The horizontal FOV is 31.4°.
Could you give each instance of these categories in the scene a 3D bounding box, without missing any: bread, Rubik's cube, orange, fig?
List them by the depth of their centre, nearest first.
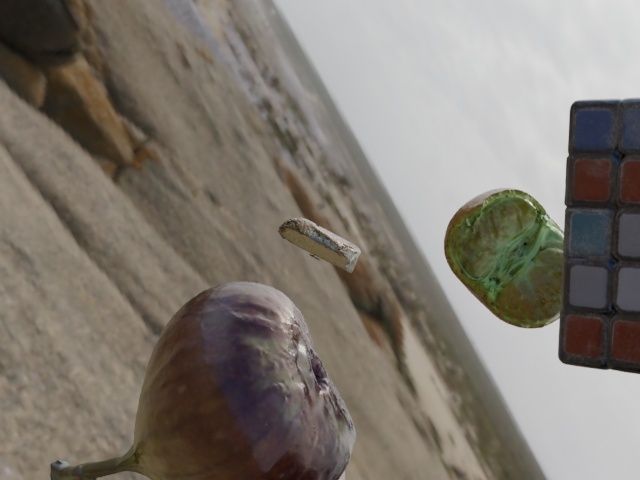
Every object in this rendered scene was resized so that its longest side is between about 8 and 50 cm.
[{"bbox_3d":[-0.079,0.128,0.806,0.143,0.230,0.160,-32,91,-44],"label":"fig"},{"bbox_3d":[0.446,-0.002,1.215,0.286,0.293,0.292,1,93,-52],"label":"Rubik's cube"},{"bbox_3d":[0.000,0.000,1.706,0.129,0.044,0.126,31,-7,3],"label":"bread"},{"bbox_3d":[0.308,0.024,1.838,0.237,0.179,0.158,44,4,-6],"label":"orange"}]

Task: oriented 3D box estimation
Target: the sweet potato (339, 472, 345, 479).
[{"bbox_3d":[-0.025,0.405,1.679,0.095,0.106,0.354,19,16,6],"label":"sweet potato"}]
